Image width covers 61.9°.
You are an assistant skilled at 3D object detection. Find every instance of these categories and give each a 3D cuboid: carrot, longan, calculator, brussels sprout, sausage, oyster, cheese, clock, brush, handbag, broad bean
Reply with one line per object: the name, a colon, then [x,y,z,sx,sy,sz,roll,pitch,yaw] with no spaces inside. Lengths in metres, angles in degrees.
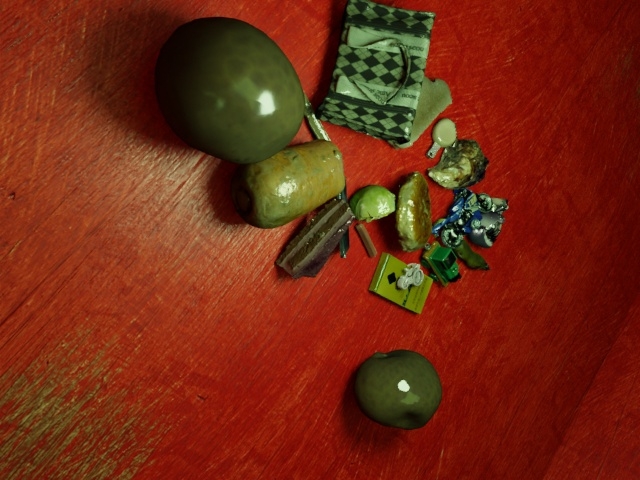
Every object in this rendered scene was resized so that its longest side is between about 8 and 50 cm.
carrot: [-0.094,-0.170,1.590,0.340,0.224,0.224,-23,109,-34]
longan: [-0.228,-0.385,1.385,0.404,0.336,0.405,25,43,-26]
calculator: [0.077,-0.079,1.787,0.161,0.021,0.262,-47,135,-75]
brussels sprout: [0.182,-0.133,1.844,0.151,0.149,0.122,-22,92,-48]
longan: [0.284,0.537,1.931,0.350,0.288,0.289,5,94,-30]
sausage: [0.166,-0.001,1.915,0.030,0.035,0.147,-26,117,4]
oyster: [0.557,-0.298,2.090,0.275,0.100,0.271,21,61,-15]
cheese: [0.467,-0.388,2.055,0.092,0.047,0.171,17,85,-15]
clock: [0.337,0.136,2.004,0.129,0.041,0.087,-19,110,-39]
brush: [-0.029,-0.386,1.723,0.043,0.036,0.248,-42,112,-28]
handbag: [0.170,-0.541,1.700,0.316,0.180,0.416,11,89,-6]
broad bean: [0.609,0.055,2.221,0.339,0.061,0.077,37,68,-34]

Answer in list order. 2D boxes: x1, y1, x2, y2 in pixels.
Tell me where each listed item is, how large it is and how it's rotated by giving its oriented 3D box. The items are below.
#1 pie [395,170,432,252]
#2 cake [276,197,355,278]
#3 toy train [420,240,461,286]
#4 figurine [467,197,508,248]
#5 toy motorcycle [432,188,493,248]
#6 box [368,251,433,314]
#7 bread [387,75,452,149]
pie: [0.342,-0.102,1.925,0.315,0.092,0.315,1,90,-67]
cake: [0.000,0.000,1.699,0.295,0.116,0.112,-50,143,14]
toy train: [0.480,0.096,2.090,0.091,0.136,0.228,-48,118,-20]
figurine: [0.693,-0.078,2.219,0.145,0.145,0.222,38,69,-33]
toy motorcycle: [0.555,-0.105,2.116,0.169,0.113,0.315,46,69,-2]
box: [0.312,0.168,2.038,0.279,0.041,0.153,28,80,-35]
bread: [0.340,-0.486,1.927,0.337,0.102,0.183,-47,120,-22]
